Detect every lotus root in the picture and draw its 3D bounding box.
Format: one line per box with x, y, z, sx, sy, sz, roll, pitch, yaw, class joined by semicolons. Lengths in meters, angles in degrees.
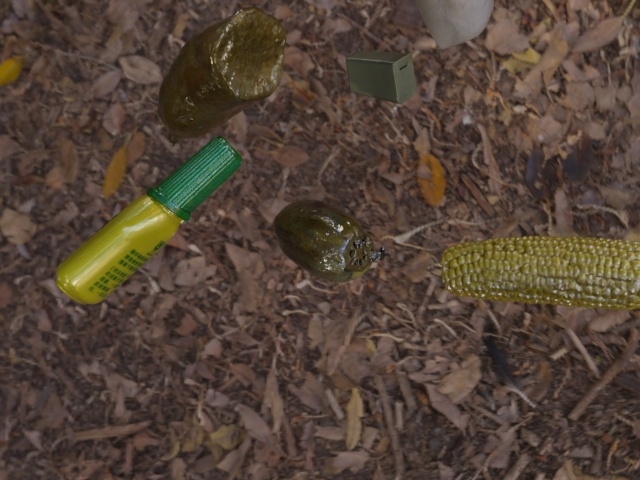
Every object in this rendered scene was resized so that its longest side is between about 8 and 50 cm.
0.000;0.000;1.335;0.123;0.124;0.241;-44;33;-16;lotus root

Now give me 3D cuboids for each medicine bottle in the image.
-0.237;-0.029;1.076;0.309;0.111;0.076;-41;83;-2;medicine bottle

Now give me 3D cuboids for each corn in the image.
0.322;0.040;1.047;0.311;0.101;0.101;5;81;17;corn

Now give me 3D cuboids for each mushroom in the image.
0.161;-0.318;0.928;0.097;0.212;0.088;-13;55;9;mushroom

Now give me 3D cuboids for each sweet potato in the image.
-0.194;-0.273;1.322;0.370;0.158;0.157;-21;69;49;sweet potato

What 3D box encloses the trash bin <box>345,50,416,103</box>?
0.084;-0.232;1.063;0.092;0.060;0.043;21;45;41;trash bin
